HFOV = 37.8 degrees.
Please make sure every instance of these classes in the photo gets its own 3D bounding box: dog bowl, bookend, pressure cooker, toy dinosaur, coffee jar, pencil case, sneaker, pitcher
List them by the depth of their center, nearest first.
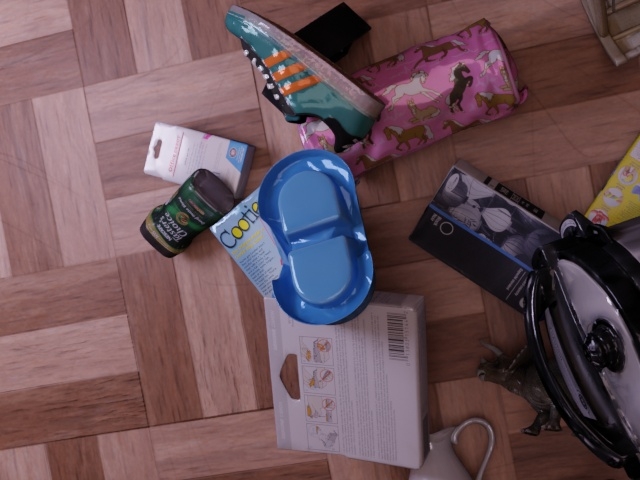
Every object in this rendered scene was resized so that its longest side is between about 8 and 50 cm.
[{"bbox_3d":[0.520,0.131,1.396,0.420,0.370,0.375,-19,119,-8],"label":"pressure cooker"},{"bbox_3d":[0.000,0.000,1.498,0.166,0.074,0.297,-18,68,13],"label":"dog bowl"},{"bbox_3d":[-0.048,-0.260,1.508,0.302,0.108,0.121,38,104,7],"label":"sneaker"},{"bbox_3d":[0.425,0.255,1.582,0.314,0.121,0.160,8,70,1],"label":"toy dinosaur"},{"bbox_3d":[0.153,-0.231,1.599,0.386,0.167,0.160,-24,49,11],"label":"pencil case"},{"bbox_3d":[0.234,0.421,1.636,0.178,0.125,0.207,-13,78,5],"label":"pitcher"},{"bbox_3d":[-0.009,-0.318,1.658,0.072,0.156,0.157,44,144,6],"label":"bookend"},{"bbox_3d":[-0.244,-0.045,1.688,0.096,0.079,0.184,44,129,-12],"label":"coffee jar"}]

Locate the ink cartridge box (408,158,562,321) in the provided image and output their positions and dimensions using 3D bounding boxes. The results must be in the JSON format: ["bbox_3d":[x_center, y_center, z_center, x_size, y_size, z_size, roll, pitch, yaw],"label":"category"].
[{"bbox_3d":[0.332,0.017,1.600,0.333,0.065,0.165,32,117,7],"label":"ink cartridge box"}]

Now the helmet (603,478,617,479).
[{"bbox_3d":[0.494,0.491,1.564,0.169,0.169,0.161,-39,69,10],"label":"helmet"}]

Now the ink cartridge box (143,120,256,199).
[{"bbox_3d":[-0.222,-0.148,1.722,0.181,0.061,0.104,16,96,9],"label":"ink cartridge box"}]

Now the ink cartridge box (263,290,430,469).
[{"bbox_3d":[0.047,0.226,1.569,0.261,0.066,0.296,4,111,21],"label":"ink cartridge box"}]

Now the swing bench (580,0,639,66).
[{"bbox_3d":[0.544,-0.457,1.493,0.253,0.165,0.254,-23,131,10],"label":"swing bench"}]

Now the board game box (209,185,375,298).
[{"bbox_3d":[-0.042,0.041,1.655,0.144,0.142,0.275,-39,86,9],"label":"board game box"}]

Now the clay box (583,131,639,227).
[{"bbox_3d":[0.539,-0.066,1.584,0.127,0.053,0.222,34,100,8],"label":"clay box"}]
